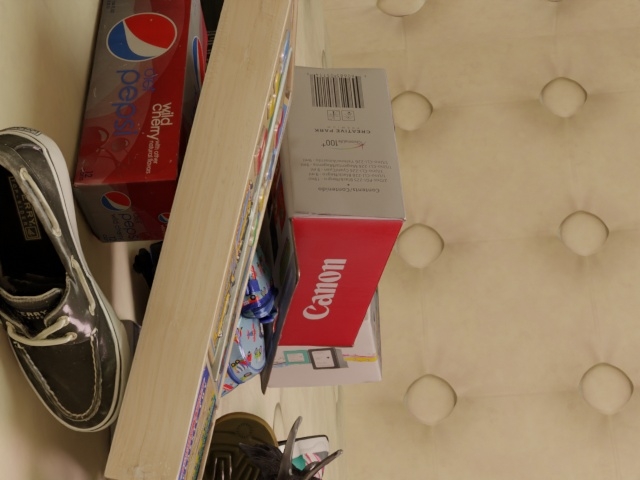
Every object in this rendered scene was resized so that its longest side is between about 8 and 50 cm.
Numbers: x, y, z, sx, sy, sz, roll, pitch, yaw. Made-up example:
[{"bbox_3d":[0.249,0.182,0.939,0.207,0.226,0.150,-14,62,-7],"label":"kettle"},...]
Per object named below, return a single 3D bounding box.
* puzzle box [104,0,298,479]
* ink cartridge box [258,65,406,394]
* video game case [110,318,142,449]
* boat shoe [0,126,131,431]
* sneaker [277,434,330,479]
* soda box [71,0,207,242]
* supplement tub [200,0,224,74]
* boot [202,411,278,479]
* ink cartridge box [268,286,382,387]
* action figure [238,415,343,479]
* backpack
[{"bbox_3d":[-0.085,0.007,0.933,0.272,0.052,0.409,98,4,-75],"label":"puzzle box"},{"bbox_3d":[0.000,0.000,1.327,0.309,0.130,0.272,107,-18,-58],"label":"ink cartridge box"},{"bbox_3d":[-0.163,0.190,1.082,0.183,0.023,0.201,67,20,-74],"label":"video game case"},{"bbox_3d":[-0.185,0.037,0.751,0.070,0.078,0.219,-80,157,-70],"label":"boat shoe"},{"bbox_3d":[-0.037,0.380,1.673,0.295,0.124,0.178,26,54,-74],"label":"sneaker"},{"bbox_3d":[-0.157,-0.125,1.040,0.083,0.092,0.263,82,6,-52],"label":"soda box"},{"bbox_3d":[-0.119,-0.207,1.363,0.117,0.117,0.190,71,16,-68],"label":"supplement tub"},{"bbox_3d":[-0.098,0.242,1.175,0.269,0.089,0.236,-92,-163,-77],"label":"boot"},{"bbox_3d":[-0.011,0.095,1.806,0.270,0.197,0.198,75,12,-63],"label":"ink cartridge box"},{"bbox_3d":[-0.034,0.282,0.948,0.141,0.164,0.276,-35,139,-38],"label":"action figure"},{"bbox_3d":[-0.103,0.073,1.172,0.158,0.117,0.173,-18,91,-85],"label":"backpack"}]
